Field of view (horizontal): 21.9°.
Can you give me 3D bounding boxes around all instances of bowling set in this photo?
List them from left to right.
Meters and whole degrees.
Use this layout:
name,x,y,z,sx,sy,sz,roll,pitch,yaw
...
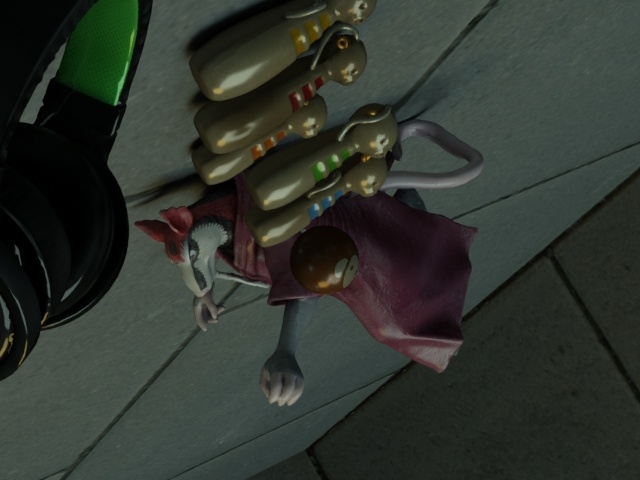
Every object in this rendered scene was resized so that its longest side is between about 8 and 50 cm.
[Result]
name,x,y,z,sx,sy,sz,roll,pitch,yaw
bowling set,0.005,-0.066,1.313,0.154,0.200,0.287,-30,172,-11

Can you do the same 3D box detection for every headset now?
name,x,y,z,sx,sy,sz,roll,pitch,yaw
headset,-0.223,-0.005,0.965,0.243,0.185,0.394,-51,164,-75

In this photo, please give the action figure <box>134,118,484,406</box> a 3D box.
name,x,y,z,sx,sy,sz,roll,pitch,yaw
action figure,0.000,0.000,1.553,0.370,0.248,0.275,17,100,-42
